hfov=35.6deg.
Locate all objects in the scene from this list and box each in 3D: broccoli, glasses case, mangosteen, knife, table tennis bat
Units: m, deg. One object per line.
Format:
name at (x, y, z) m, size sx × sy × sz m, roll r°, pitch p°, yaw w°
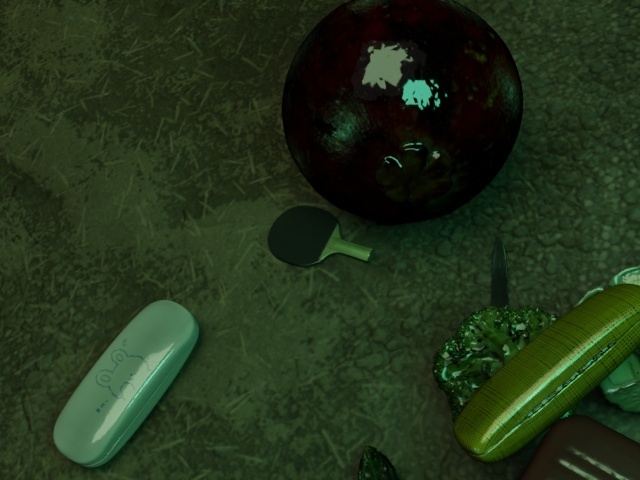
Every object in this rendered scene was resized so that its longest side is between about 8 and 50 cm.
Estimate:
broccoli at (0.203, 0.140, 1.065) m, size 0.162 × 0.138 × 0.146 m, roll -26°, pitch 89°, yaw -7°
glasses case at (-0.243, 0.177, 1.254) m, size 0.092 × 0.059 × 0.233 m, roll 27°, pitch 71°, yaw 34°
mangosteen at (0.098, -0.166, 1.208) m, size 0.311 × 0.311 × 0.311 m, roll -10°, pitch 57°, yaw 15°
glasses case at (0.227, 0.126, 0.958) m, size 0.234 × 0.064 × 0.079 m, roll -39°, pitch 10°, yaw -5°
knife at (0.211, 0.068, 1.178) m, size 0.023 × 0.010 × 0.170 m, roll -5°, pitch 57°, yaw 19°
table tennis bat at (0.000, 0.000, 1.300) m, size 0.156 × 0.013 × 0.087 m, roll 18°, pitch 67°, yaw 30°

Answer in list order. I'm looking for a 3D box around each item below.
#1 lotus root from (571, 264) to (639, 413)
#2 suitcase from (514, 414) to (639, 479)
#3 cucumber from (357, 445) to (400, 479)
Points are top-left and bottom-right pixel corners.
lotus root at (0.385, 0.088, 1.022) m, size 0.235 × 0.138 × 0.119 m, roll -24°, pitch 48°, yaw 8°
suitcase at (0.285, 0.316, 0.868) m, size 0.297 × 0.161 × 0.236 m, roll 28°, pitch 64°, yaw 22°
cucumber at (0.079, 0.344, 1.024) m, size 0.067 × 0.067 × 0.293 m, roll -15°, pitch 54°, yaw 12°
